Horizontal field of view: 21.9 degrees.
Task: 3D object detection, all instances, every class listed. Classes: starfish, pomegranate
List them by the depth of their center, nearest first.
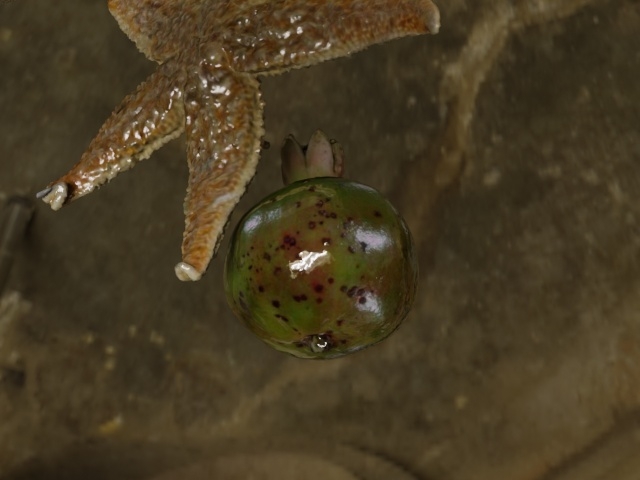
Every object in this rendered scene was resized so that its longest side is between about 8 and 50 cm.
[{"bbox_3d":[-0.057,-0.085,0.942,0.295,0.231,0.048,11,162,41],"label":"starfish"},{"bbox_3d":[0.000,0.000,0.950,0.114,0.142,0.114,-2,146,-1],"label":"pomegranate"}]

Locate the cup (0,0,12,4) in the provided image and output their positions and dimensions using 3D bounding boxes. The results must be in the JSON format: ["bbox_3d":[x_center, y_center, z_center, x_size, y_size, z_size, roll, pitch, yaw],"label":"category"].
[{"bbox_3d":[-0.141,-0.170,0.492,0.274,0.253,0.253,-1,125,39],"label":"cup"}]
